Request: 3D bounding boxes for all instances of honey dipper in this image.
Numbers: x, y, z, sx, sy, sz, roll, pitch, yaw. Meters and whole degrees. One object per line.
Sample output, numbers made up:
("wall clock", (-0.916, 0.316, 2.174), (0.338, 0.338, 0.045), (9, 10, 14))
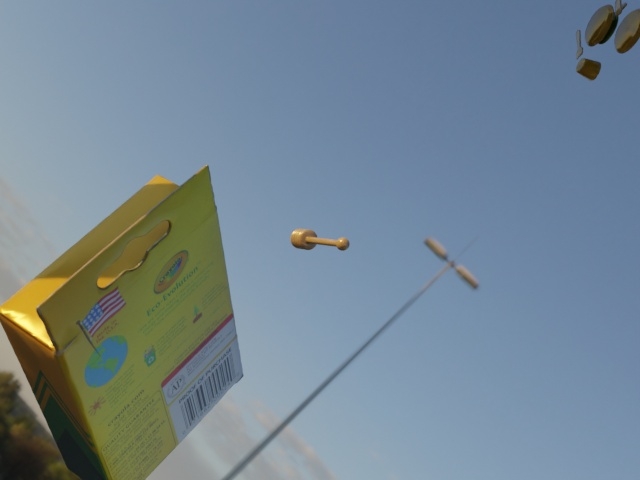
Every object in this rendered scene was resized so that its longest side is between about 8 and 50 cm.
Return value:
("honey dipper", (0.000, 0.000, 1.279), (0.030, 0.030, 0.161), (53, -17, -16))

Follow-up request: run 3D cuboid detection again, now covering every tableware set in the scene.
("tableware set", (0.318, -0.226, 0.954), (0.024, 0.104, 0.154), (20, -36, -14))

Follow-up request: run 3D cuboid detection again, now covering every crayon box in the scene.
("crayon box", (-0.175, 0.084, 0.863), (0.081, 0.202, 0.318), (28, -36, 24))
